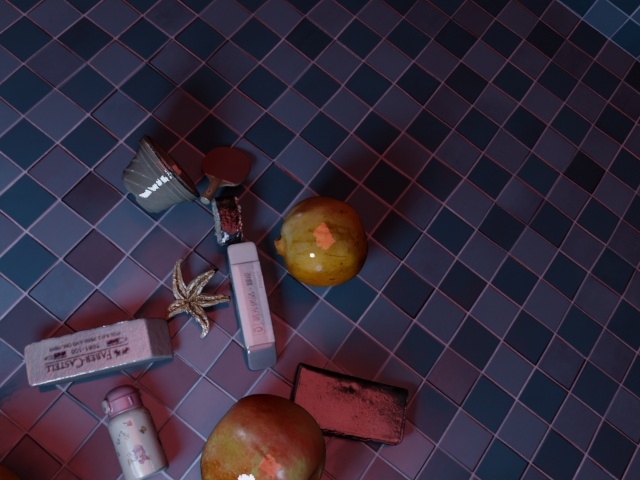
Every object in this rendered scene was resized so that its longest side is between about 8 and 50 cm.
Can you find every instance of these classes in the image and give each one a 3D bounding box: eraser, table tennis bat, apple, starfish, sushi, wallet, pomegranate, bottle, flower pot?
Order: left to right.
[{"bbox_3d":[-0.562,0.282,1.718,0.352,0.077,0.112,-12,73,-11],"label":"eraser"},{"bbox_3d":[-0.464,0.473,1.662,0.109,0.110,0.233,-20,76,-18],"label":"bottle"},{"bbox_3d":[-0.456,-0.168,1.859,0.140,0.235,0.235,-38,81,1],"label":"flower pot"},{"bbox_3d":[-0.360,0.163,1.830,0.238,0.057,0.213,-36,85,-4],"label":"starfish"},{"bbox_3d":[-0.289,-0.190,1.949,0.138,0.022,0.247,23,45,1],"label":"table tennis bat"},{"bbox_3d":[-0.262,-0.056,1.912,0.078,0.090,0.151,-5,69,-18],"label":"sushi"},{"bbox_3d":[-0.189,0.178,1.855,0.089,0.061,0.352,-9,72,-16],"label":"eraser"},{"bbox_3d":[-0.142,0.530,1.608,0.277,0.319,0.319,22,66,18],"label":"apple"},{"bbox_3d":[0.000,0.000,1.861,0.264,0.264,0.265,4,69,-11],"label":"pomegranate"},{"bbox_3d":[0.077,0.450,1.823,0.317,0.045,0.173,14,65,-6],"label":"wallet"}]

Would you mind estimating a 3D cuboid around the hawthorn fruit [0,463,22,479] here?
[{"bbox_3d":[-0.775,0.677,1.371,0.471,0.472,0.472,4,69,-11],"label":"hawthorn fruit"}]
